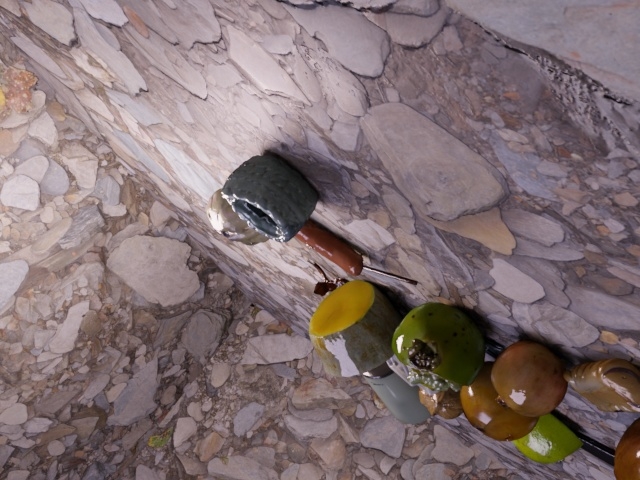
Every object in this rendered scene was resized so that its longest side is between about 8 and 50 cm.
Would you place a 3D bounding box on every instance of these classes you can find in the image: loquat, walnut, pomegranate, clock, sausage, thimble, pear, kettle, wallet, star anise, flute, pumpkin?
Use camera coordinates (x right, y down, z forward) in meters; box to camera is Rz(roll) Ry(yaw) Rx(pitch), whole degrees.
[{"bbox_3d":[0.528,0.467,1.652,0.235,0.235,0.235,34,164,12],"label":"loquat"},{"bbox_3d":[0.783,0.510,1.288,0.209,0.209,0.336,20,150,46],"label":"walnut"},{"bbox_3d":[0.526,0.351,1.413,0.191,0.191,0.191,34,164,12],"label":"pomegranate"},{"bbox_3d":[0.294,0.401,1.970,0.262,0.116,0.231,32,145,66],"label":"clock"},{"bbox_3d":[0.001,0.001,1.751,0.327,0.079,0.087,34,175,16],"label":"sausage"},{"bbox_3d":[-0.139,-0.124,1.552,0.250,0.172,0.205,34,159,3],"label":"thimble"},{"bbox_3d":[0.692,0.616,1.883,0.239,0.139,0.288,53,168,1],"label":"pear"},{"bbox_3d":[0.459,0.544,2.038,0.198,0.198,0.245,32,-157,20],"label":"walnut"},{"bbox_3d":[0.366,0.562,2.307,0.361,0.250,0.376,-4,137,37],"label":"kettle"},{"bbox_3d":[0.898,0.682,1.822,0.244,0.025,0.124,21,157,43],"label":"wallet"},{"bbox_3d":[0.323,0.300,1.557,0.260,0.260,0.341,32,-176,19],"label":"pomegranate"},{"bbox_3d":[0.029,0.137,2.135,0.141,0.144,0.158,-7,174,-8],"label":"star anise"},{"bbox_3d":[0.199,0.103,1.728,0.270,0.014,0.014,16,153,53],"label":"flute"},{"bbox_3d":[0.109,0.281,1.912,0.199,0.332,0.332,60,157,-18],"label":"pumpkin"},{"bbox_3d":[0.485,0.311,1.669,0.129,0.026,0.088,27,161,32],"label":"wallet"}]

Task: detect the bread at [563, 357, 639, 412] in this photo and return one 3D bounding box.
[{"bbox_3d":[0.649,0.324,1.263,0.134,0.081,0.225,41,166,8],"label":"bread"}]

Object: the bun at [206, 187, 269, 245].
[{"bbox_3d":[-0.292,-0.075,2.013,0.273,0.168,0.273,30,169,7],"label":"bun"}]
